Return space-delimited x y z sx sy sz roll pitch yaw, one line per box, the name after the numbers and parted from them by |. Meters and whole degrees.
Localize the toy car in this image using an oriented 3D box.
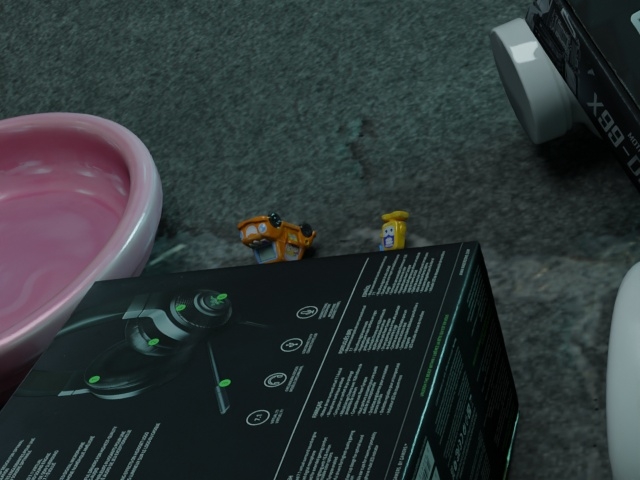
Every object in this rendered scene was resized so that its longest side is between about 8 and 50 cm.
0.000 0.000 1.052 0.122 0.060 0.040 -8 70 29 | toy car

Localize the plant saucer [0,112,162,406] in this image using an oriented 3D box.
-0.274 0.027 1.133 0.332 0.084 0.332 -14 36 10 | plant saucer

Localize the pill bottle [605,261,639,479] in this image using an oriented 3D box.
0.292 0.080 0.714 0.272 0.152 0.152 -1 41 26 | pill bottle

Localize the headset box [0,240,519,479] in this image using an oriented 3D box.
-0.051 0.127 0.815 0.283 0.131 0.246 -6 28 19 | headset box

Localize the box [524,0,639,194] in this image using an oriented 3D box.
0.323 -0.125 0.905 0.307 0.076 0.242 -29 81 -11 | box

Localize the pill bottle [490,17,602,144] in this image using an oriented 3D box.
0.262 -0.160 1.040 0.264 0.146 0.146 -22 36 -1 | pill bottle
